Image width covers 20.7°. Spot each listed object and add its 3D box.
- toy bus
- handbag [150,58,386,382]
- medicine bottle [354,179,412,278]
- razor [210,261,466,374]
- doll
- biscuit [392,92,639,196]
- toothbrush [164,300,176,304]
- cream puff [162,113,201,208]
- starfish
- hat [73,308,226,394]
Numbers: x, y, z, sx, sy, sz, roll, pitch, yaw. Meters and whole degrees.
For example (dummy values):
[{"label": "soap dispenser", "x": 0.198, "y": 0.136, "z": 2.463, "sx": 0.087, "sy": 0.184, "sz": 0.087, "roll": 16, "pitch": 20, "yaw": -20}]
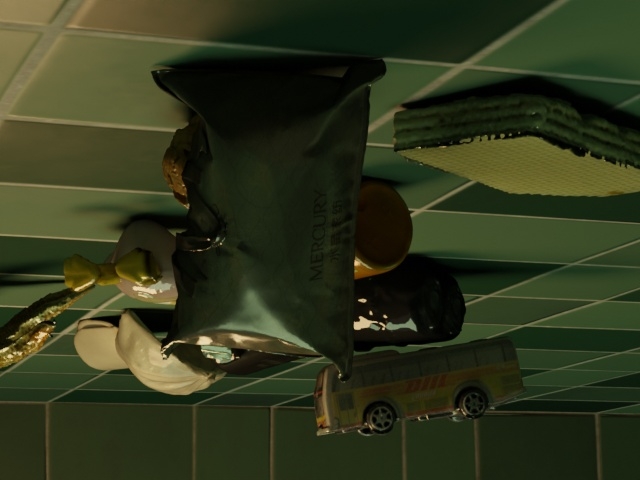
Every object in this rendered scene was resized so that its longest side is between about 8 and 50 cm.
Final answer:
[{"label": "toy bus", "x": 0.123, "y": 0.187, "z": 2.222, "sx": 0.268, "sy": 0.106, "sz": 0.092, "roll": -8, "pitch": 172, "yaw": -11}, {"label": "handbag", "x": -0.049, "y": -0.019, "z": 1.389, "sx": 0.183, "sy": 0.270, "sz": 0.117, "roll": 6, "pitch": -160, "yaw": 5}, {"label": "medicine bottle", "x": 0.000, "y": 0.000, "z": 1.803, "sx": 0.096, "sy": 0.096, "sz": 0.192, "roll": 8, "pitch": 165, "yaw": -38}, {"label": "razor", "x": 0.012, "y": 0.098, "z": 2.253, "sx": 0.327, "sy": 0.107, "sz": 0.189, "roll": -11, "pitch": 166, "yaw": 22}, {"label": "doll", "x": -0.134, "y": 0.039, "z": 2.000, "sx": 0.160, "sy": 0.094, "sz": 0.365, "roll": -4, "pitch": 168, "yaw": 30}, {"label": "biscuit", "x": 0.194, "y": -0.081, "z": 1.528, "sx": 0.150, "sy": 0.052, "sz": 0.252, "roll": -6, "pitch": 167, "yaw": 40}, {"label": "toothbrush", "x": -0.114, "y": 0.088, "z": 2.428, "sx": 0.288, "sy": 0.021, "sz": 0.024, "roll": 7, "pitch": 155, "yaw": -38}, {"label": "cream puff", "x": -0.073, "y": -0.061, "z": 1.489, "sx": 0.133, "sy": 0.104, "sz": 0.119, "roll": -4, "pitch": 175, "yaw": 20}, {"label": "starfish", "x": -0.451, "y": 0.130, "z": 2.283, "sx": 0.347, "sy": 0.078, "sz": 0.358, "roll": -19, "pitch": -172, "yaw": 1}, {"label": "hat", "x": -0.256, "y": 0.185, "z": 2.622, "sx": 0.219, "sy": 0.164, "sz": 0.226, "roll": 12, "pitch": 141, "yaw": -45}]
